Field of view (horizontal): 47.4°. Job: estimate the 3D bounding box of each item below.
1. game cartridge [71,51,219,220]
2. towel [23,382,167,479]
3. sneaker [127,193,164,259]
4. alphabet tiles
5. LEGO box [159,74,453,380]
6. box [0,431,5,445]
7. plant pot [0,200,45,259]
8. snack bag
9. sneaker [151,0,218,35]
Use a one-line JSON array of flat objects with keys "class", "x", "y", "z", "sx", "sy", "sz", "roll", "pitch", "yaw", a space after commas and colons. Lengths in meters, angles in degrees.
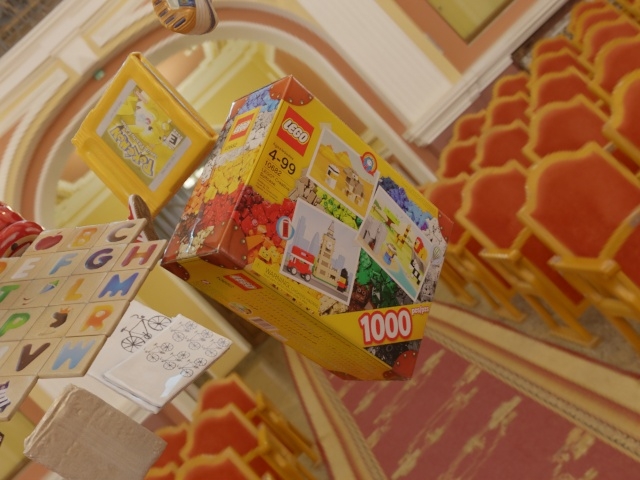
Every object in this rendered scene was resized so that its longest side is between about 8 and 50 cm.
[{"class": "game cartridge", "x": -0.430, "y": -0.236, "z": 1.750, "sx": 0.324, "sy": 0.285, "sz": 0.053, "roll": -44, "pitch": -1, "yaw": 29}, {"class": "towel", "x": -0.507, "y": 0.467, "z": 1.649, "sx": 0.049, "sy": 0.282, "sz": 0.187, "roll": -13, "pitch": 40, "yaw": 58}, {"class": "sneaker", "x": -0.316, "y": -0.017, "z": 1.234, "sx": 0.067, "sy": 0.118, "sz": 0.042, "roll": -12, "pitch": 14, "yaw": 24}, {"class": "alphabet tiles", "x": -0.348, "y": 0.082, "z": 0.870, "sx": 0.285, "sy": 0.011, "sz": 0.342, "roll": -6, "pitch": 34, "yaw": 20}, {"class": "LEGO box", "x": 0.000, "y": 0.000, "z": 1.400, "sx": 0.193, "sy": 0.500, "sz": 0.372, "roll": -11, "pitch": 51, "yaw": 47}, {"class": "box", "x": -0.600, "y": 0.259, "z": 1.112, "sx": 0.087, "sy": 0.232, "sz": 0.058, "roll": -35, "pitch": 22, "yaw": 4}, {"class": "plant pot", "x": -0.630, "y": 0.019, "z": 1.375, "sx": 0.191, "sy": 0.174, "sz": 0.191, "roll": -54, "pitch": -21, "yaw": -32}, {"class": "snack bag", "x": -0.446, "y": 0.269, "z": 1.840, "sx": 0.323, "sy": 0.343, "sz": 0.037, "roll": -39, "pitch": -33, "yaw": -54}, {"class": "sneaker", "x": -0.292, "y": -0.543, "z": 1.442, "sx": 0.112, "sy": 0.296, "sz": 0.131, "roll": -16, "pitch": 0, "yaw": 25}]
